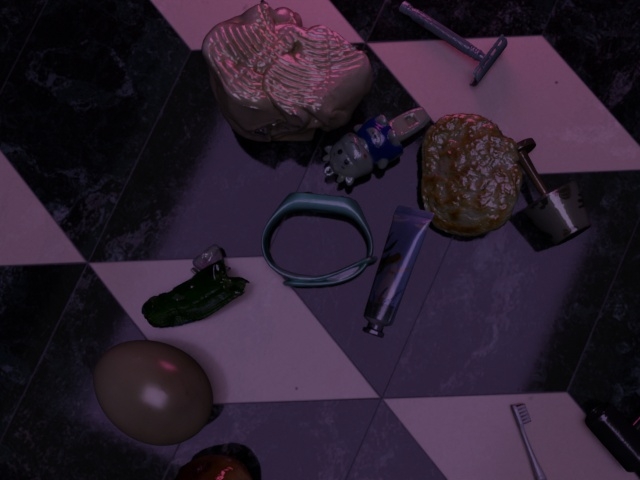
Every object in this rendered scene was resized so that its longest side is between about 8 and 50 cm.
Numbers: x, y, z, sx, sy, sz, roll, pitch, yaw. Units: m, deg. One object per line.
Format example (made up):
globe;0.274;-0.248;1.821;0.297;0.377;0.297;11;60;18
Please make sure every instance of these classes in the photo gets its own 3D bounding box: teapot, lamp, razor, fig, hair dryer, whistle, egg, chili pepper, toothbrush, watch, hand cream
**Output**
teapot;-0.225;0.053;1.513;0.083;0.064;0.064;-37;92;30
lamp;0.448;-0.100;1.482;0.121;0.121;0.214;-25;74;-1
razor;0.265;-0.431;1.556;0.232;0.068;0.106;37;85;11
fig;-0.178;0.534;1.430;0.159;0.159;0.257;-30;103;-2
hair dryer;0.647;0.321;1.467;0.255;0.070;0.128;-42;84;-10
whistle;0.112;-0.198;1.511;0.244;0.092;0.110;-30;74;-1
egg;-0.321;0.287;1.422;0.242;0.186;0.186;32;85;9
chili pepper;-0.248;0.112;1.481;0.224;0.061;0.098;-27;113;13
toothbrush;0.445;0.486;1.465;0.030;0.025;0.342;-18;83;-3
watch;0.000;0.000;1.505;0.237;0.068;0.195;5;85;3
hand cream;0.148;0.061;1.500;0.091;0.058;0.271;15;83;41

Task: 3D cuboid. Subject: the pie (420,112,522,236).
pie;0.304;-0.130;1.489;0.201;0.090;0.247;0;90;22

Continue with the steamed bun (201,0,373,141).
steamed bun;-0.073;-0.311;1.475;0.320;0.206;0.275;27;70;4
